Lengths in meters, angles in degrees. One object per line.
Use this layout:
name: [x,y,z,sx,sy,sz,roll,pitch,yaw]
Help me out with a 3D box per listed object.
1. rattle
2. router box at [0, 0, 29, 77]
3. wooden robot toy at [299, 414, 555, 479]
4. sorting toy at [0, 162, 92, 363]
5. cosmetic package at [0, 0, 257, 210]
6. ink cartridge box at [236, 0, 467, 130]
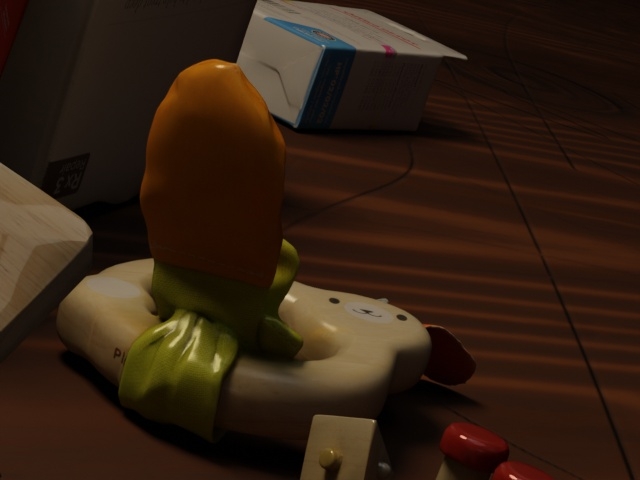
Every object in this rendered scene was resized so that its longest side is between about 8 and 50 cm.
rattle: [0.000,0.000,0.743,0.199,0.143,0.130,-3,8,-41]
router box: [-0.265,-0.193,0.767,0.335,0.082,0.301,11,55,5]
wooden robot toy: [0.065,0.108,0.576,0.079,0.076,0.173,20,11,-41]
sorting toy: [-0.142,-0.006,0.361,0.274,0.046,0.132,33,57,15]
cosmetic package: [-0.240,-0.157,0.942,0.385,0.156,0.217,22,17,12]
ink cartridge box: [0.009,-0.121,1.293,0.104,0.062,0.181,30,19,32]
